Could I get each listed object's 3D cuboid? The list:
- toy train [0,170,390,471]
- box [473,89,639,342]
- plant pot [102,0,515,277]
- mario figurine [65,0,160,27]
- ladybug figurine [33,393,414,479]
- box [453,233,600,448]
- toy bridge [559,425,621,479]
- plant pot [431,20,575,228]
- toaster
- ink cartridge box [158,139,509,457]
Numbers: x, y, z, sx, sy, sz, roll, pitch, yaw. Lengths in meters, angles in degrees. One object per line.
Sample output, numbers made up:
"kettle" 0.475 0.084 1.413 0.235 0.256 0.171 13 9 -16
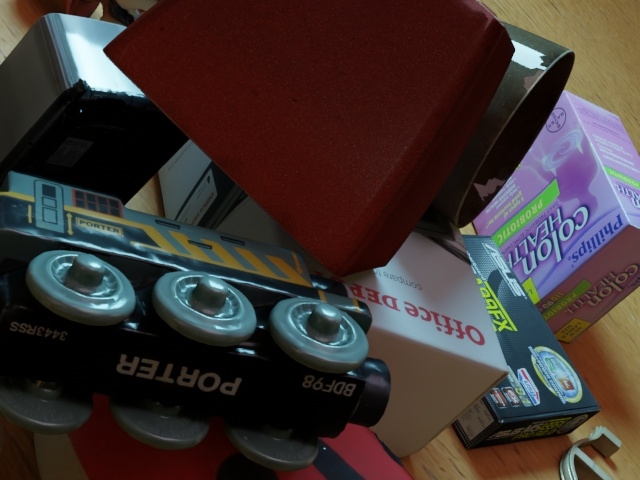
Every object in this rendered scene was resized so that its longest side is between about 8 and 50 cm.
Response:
"toy train" -0.110 0.055 1.033 0.334 0.142 0.190 13 30 -20
"box" 0.325 -0.030 1.842 0.117 0.213 0.243 18 40 -37
"plant pot" 0.020 -0.149 1.206 0.267 0.236 0.267 44 9 7
"mario figurine" -0.162 -0.260 1.564 0.321 0.198 0.170 10 52 8
"ladybug figurine" -0.040 0.228 1.154 0.449 0.162 0.305 43 31 -2
"box" 0.190 0.112 1.662 0.216 0.060 0.270 2 51 -48
"toy bridge" 0.314 0.271 1.651 0.063 0.026 0.188 41 31 -3
"plant pot" 0.110 -0.164 1.466 0.230 0.215 0.215 34 29 14
"toaster" -0.222 -0.121 1.339 0.168 0.186 0.110 7 52 -45
"ink cartridge box" 0.000 0.000 1.470 0.285 0.166 0.395 20 39 -34
